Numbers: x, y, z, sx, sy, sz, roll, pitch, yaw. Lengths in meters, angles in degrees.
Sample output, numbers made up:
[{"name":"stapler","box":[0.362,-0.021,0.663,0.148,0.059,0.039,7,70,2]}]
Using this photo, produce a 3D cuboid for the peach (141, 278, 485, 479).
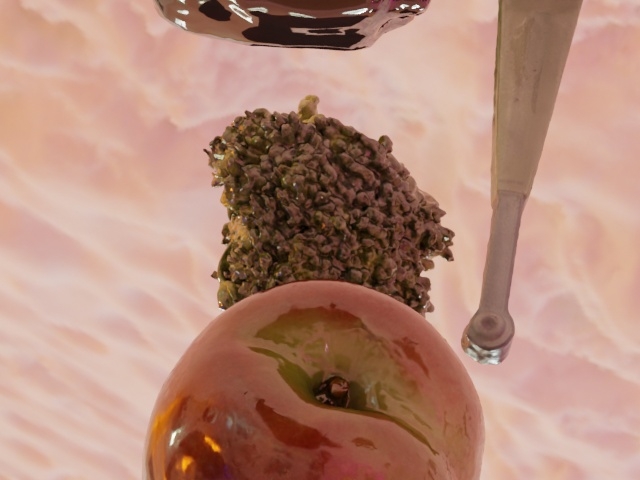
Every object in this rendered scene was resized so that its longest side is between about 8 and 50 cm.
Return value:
[{"name":"peach","box":[-0.008,0.159,0.899,0.252,0.252,0.252,21,150,13]}]

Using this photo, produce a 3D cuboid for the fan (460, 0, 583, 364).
[{"name":"fan","box":[0.070,-0.042,0.462,0.038,0.193,0.016,10,147,8]}]

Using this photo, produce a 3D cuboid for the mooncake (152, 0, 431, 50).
[{"name":"mooncake","box":[0.004,-0.229,0.634,0.141,0.283,0.283,8,149,-1]}]

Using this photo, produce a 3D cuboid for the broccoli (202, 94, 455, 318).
[{"name":"broccoli","box":[0.000,0.000,1.313,0.248,0.288,0.245,0,-165,-18]}]
